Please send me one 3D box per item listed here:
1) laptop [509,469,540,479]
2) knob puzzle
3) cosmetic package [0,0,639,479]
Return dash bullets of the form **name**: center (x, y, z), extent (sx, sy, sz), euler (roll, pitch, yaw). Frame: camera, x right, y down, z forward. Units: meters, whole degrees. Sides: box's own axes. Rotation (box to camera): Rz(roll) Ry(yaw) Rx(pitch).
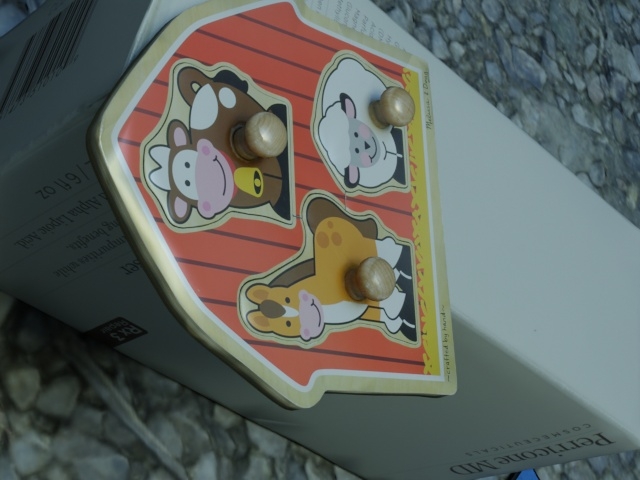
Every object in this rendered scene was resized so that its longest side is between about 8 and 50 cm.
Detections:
- **laptop**: center (0.223, 0.390, 0.699), extent (0.236, 0.408, 0.382), euler (-33, 98, -15)
- **knob puzzle**: center (-0.008, -0.025, 0.477), extent (0.213, 0.030, 0.213), euler (16, 67, -40)
- **cosmetic package**: center (0.000, 0.000, 0.652), extent (0.385, 0.217, 0.156), euler (34, 52, -29)
